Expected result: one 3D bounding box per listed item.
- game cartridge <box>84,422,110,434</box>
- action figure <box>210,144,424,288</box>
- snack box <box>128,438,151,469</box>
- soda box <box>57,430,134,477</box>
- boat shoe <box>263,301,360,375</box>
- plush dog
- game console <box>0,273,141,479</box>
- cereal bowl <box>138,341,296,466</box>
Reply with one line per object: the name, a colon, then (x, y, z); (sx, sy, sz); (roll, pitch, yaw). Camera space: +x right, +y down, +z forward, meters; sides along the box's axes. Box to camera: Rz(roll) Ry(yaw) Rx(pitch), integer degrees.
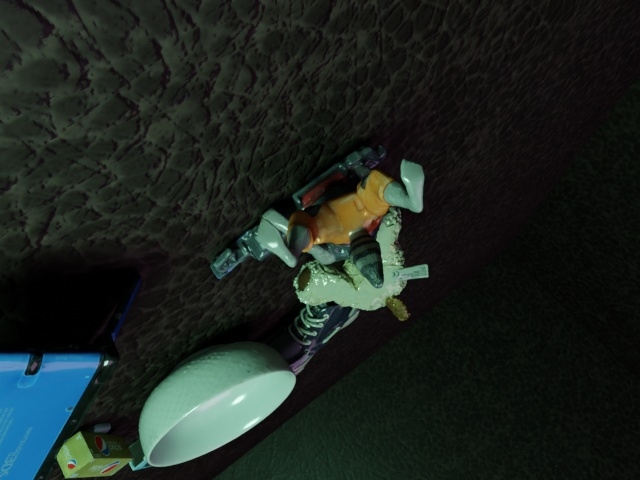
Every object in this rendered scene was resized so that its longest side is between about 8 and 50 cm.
game cartridge: (-0.474, 0.405, 0.969); (0.083, 0.017, 0.056); (-41, 162, 2)
action figure: (0.000, 0.000, 0.708); (0.341, 0.178, 0.330); (-36, 179, 2)
snack box: (-0.336, 0.479, 1.272); (0.322, 0.060, 0.187); (-39, 159, -4)
soda box: (-0.449, 0.430, 0.951); (0.058, 0.061, 0.181); (-36, 158, -13)
boat shoe: (-0.034, 0.211, 1.192); (0.340, 0.127, 0.158); (-39, 153, -25)
plush dog: (0.094, 0.047, 0.983); (0.262, 0.210, 0.225); (-46, -166, 11)
game console: (-0.361, 0.180, 0.556); (0.250, 0.173, 0.293); (15, 115, -47)
cereal bowl: (-0.231, 0.328, 1.022); (0.339, 0.141, 0.339); (-28, 151, -17)
